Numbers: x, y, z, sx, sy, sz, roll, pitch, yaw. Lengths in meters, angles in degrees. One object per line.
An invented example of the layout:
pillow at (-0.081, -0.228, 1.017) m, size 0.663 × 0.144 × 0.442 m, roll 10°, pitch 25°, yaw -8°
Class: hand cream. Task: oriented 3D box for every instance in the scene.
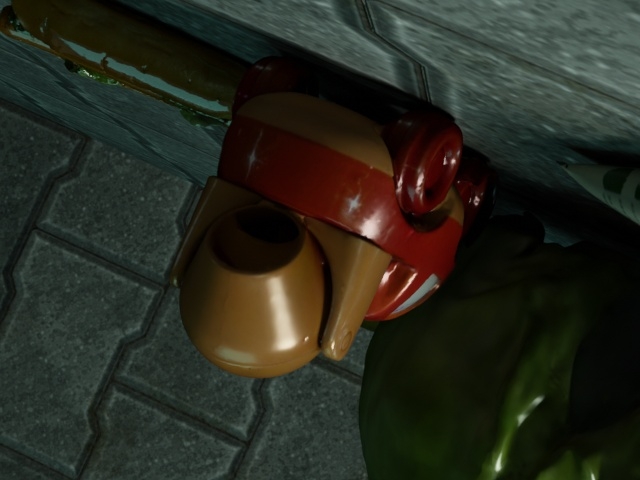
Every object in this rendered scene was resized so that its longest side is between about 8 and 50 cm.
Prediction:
hand cream at (0.236, -0.013, 0.849) m, size 0.095 × 0.059 × 0.276 m, roll 24°, pitch -178°, yaw -19°

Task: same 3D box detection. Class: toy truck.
toy truck at (0.000, 0.000, 1.112) m, size 0.189 × 0.239 × 0.265 m, roll 24°, pitch 177°, yaw 23°

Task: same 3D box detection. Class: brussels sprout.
brussels sprout at (0.230, 0.191, 1.217) m, size 0.342 × 0.361 × 0.425 m, roll 21°, pitch -175°, yaw -45°

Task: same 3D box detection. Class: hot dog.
hot dog at (-0.164, -0.160, 1.255) m, size 0.249 × 0.068 × 0.100 m, roll 24°, pitch 176°, yaw 0°

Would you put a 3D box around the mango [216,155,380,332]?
mango at (0.036, 0.001, 1.386) m, size 0.331 × 0.142 × 0.195 m, roll 37°, pitch -157°, yaw -21°
